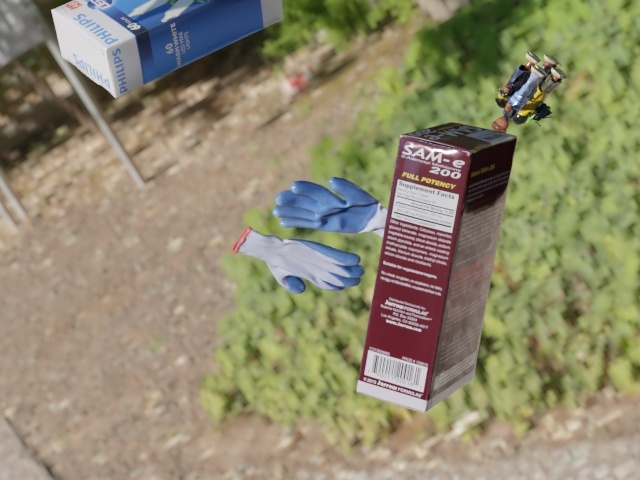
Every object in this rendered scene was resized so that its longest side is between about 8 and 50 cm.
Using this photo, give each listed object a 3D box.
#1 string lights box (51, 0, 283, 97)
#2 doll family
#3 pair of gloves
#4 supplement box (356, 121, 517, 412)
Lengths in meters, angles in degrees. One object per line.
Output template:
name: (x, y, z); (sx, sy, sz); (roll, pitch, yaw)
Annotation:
string lights box: (-0.190, -0.284, 1.974); (0.259, 0.077, 0.133); (-29, 45, -27)
doll family: (0.301, -0.213, 2.308); (0.111, 0.076, 0.193); (-50, -23, 21)
pair of gloves: (0.000, 0.000, 1.686); (0.198, 0.159, 0.023); (-47, 34, 44)
supplement box: (0.106, 0.020, 1.412); (0.073, 0.239, 0.130); (16, 15, 23)
